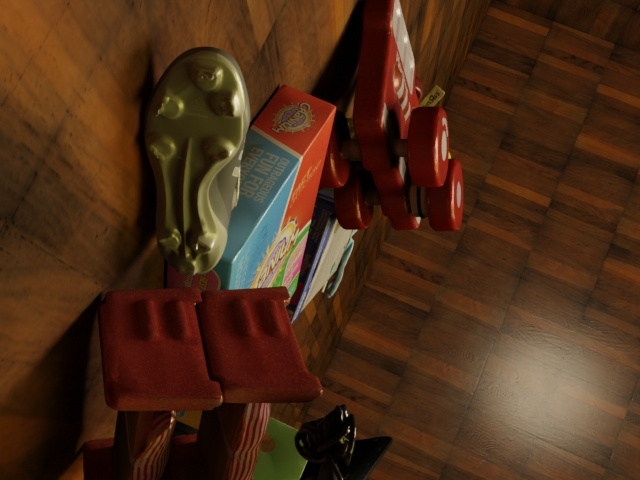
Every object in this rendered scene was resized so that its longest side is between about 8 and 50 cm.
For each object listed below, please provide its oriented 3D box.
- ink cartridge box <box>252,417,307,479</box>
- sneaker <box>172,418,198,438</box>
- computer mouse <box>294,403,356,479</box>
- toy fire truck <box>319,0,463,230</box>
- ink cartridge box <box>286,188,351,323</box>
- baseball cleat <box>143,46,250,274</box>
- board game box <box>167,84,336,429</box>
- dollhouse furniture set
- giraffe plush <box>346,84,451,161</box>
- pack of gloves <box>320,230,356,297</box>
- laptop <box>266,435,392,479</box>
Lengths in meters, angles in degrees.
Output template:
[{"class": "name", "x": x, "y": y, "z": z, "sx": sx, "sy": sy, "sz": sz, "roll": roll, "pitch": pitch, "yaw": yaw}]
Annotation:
[{"class": "ink cartridge box", "x": -0.127, "y": 0.327, "z": 1.031, "sx": 0.056, "sy": 0.171, "sz": 0.235, "roll": -12, "pitch": 125, "yaw": -80}, {"class": "sneaker", "x": -0.184, "y": 0.330, "z": 0.956, "sx": 0.330, "sy": 0.122, "sz": 0.146, "roll": -65, "pitch": -171, "yaw": -21}, {"class": "computer mouse", "x": -0.007, "y": 0.258, "z": 0.632, "sx": 0.184, "sy": 0.060, "sz": 0.261, "roll": 114, "pitch": -24, "yaw": -79}, {"class": "toy fire truck", "x": 0.104, "y": -0.157, "z": 1.124, "sx": 0.302, "sy": 0.169, "sz": 0.253, "roll": 56, "pitch": 39, "yaw": -59}, {"class": "ink cartridge box", "x": 0.000, "y": 0.000, "z": 1.329, "sx": 0.311, "sy": 0.065, "sz": 0.185, "roll": -51, "pitch": 163, "yaw": -71}, {"class": "baseball cleat", "x": -0.090, "y": -0.070, "z": 0.614, "sx": 0.109, "sy": 0.072, "sz": 0.205, "roll": -81, "pitch": -173, "yaw": -47}, {"class": "board game box", "x": -0.081, "y": 0.029, "z": 0.883, "sx": 0.316, "sy": 0.064, "sz": 0.242, "roll": 104, "pitch": 13, "yaw": -49}, {"class": "dollhouse furniture set", "x": -0.074, "y": 0.229, "z": 0.572, "sx": 0.374, "sy": 0.152, "sz": 0.201, "roll": -110, "pitch": -151, "yaw": -45}, {"class": "giraffe plush", "x": 0.104, "y": -0.141, "z": 1.325, "sx": 0.170, "sy": 0.181, "sz": 0.210, "roll": -37, "pitch": 157, "yaw": -41}, {"class": "pack of gloves", "x": 0.060, "y": 0.001, "z": 1.579, "sx": 0.195, "sy": 0.046, "sz": 0.232, "roll": -140, "pitch": -110, "yaw": -81}, {"class": "laptop", "x": -0.092, "y": 0.468, "z": 1.246, "sx": 0.382, "sy": 0.408, "sz": 0.236, "roll": 17, "pitch": 63, "yaw": -78}]
